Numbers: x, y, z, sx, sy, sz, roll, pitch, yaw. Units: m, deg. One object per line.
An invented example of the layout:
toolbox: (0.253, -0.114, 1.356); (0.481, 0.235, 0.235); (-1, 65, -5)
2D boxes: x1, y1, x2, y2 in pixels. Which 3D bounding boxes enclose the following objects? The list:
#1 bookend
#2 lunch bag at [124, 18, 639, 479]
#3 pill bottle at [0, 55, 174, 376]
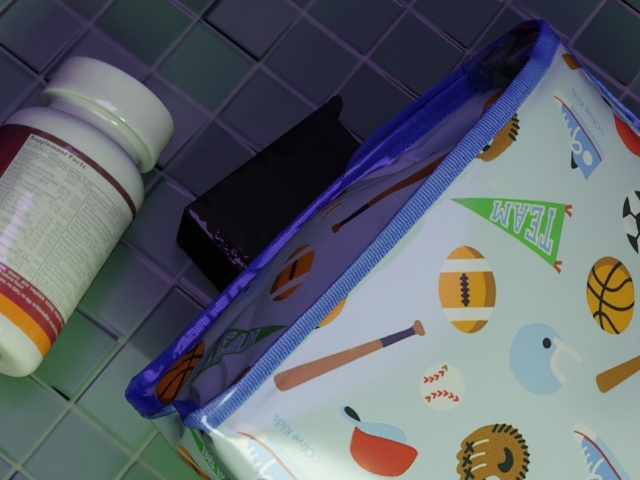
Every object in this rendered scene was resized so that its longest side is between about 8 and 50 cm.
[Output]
bookend: (0.000, 0.000, 1.341); (0.157, 0.072, 0.156); (-39, 81, -20)
lunch bag: (0.118, 0.087, 1.202); (0.385, 0.239, 0.328); (-46, 106, -14)
pill bottle: (-0.205, -0.020, 1.290); (0.121, 0.121, 0.221); (29, 68, 3)
